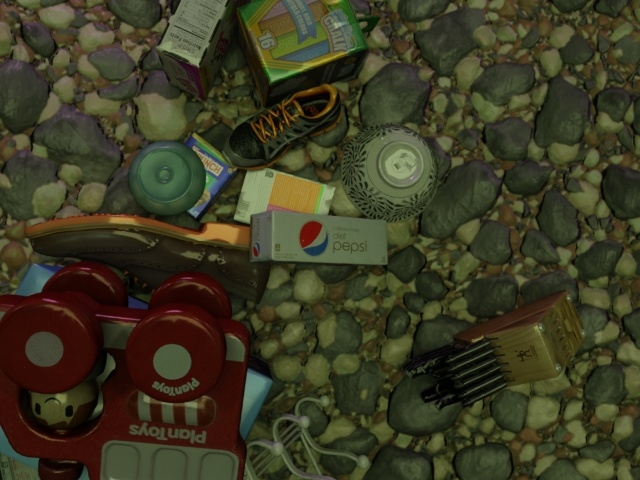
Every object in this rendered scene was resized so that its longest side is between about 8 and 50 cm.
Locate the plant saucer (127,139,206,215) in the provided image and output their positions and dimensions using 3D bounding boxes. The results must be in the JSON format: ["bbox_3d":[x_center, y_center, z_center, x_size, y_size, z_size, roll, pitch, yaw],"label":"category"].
[{"bbox_3d":[-0.236,-0.098,1.000,0.119,0.021,0.119,1,83,-4],"label":"plant saucer"}]

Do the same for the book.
[{"bbox_3d":[-0.058,-0.059,1.056,0.144,0.035,0.096,16,86,-5],"label":"book"}]

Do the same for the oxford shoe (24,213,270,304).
[{"bbox_3d":[-0.253,0.031,0.978,0.363,0.130,0.133,5,89,-7],"label":"oxford shoe"}]

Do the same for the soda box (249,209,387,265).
[{"bbox_3d":[0.000,0.000,0.994,0.216,0.069,0.074,4,84,-36],"label":"soda box"}]

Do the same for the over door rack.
[{"bbox_3d":[0.008,0.401,0.923,0.108,0.239,0.324,-15,87,17],"label":"over door rack"}]

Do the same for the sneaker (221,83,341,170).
[{"bbox_3d":[-0.060,-0.186,1.029,0.215,0.083,0.084,-32,80,-14],"label":"sneaker"}]

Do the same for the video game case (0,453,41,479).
[{"bbox_3d":[-0.464,0.389,0.960,0.173,0.022,0.190,-9,98,-8],"label":"video game case"}]

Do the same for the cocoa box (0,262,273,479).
[{"bbox_3d":[-0.268,0.207,0.910,0.347,0.228,0.231,27,83,-5],"label":"cocoa box"}]

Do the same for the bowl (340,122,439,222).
[{"bbox_3d":[0.122,-0.116,1.059,0.170,0.080,0.170,0,87,-7],"label":"bowl"}]

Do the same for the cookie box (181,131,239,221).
[{"bbox_3d":[-0.197,-0.100,1.036,0.092,0.040,0.107,38,82,-2],"label":"cookie box"}]

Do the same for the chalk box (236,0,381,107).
[{"bbox_3d":[-0.012,-0.320,1.031,0.213,0.132,0.132,-23,89,-9],"label":"chalk box"}]

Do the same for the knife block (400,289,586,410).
[{"bbox_3d":[0.276,0.181,1.066,0.275,0.242,0.088,-20,89,-53],"label":"knife block"}]

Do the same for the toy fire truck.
[{"bbox_3d":[-0.226,0.169,0.733,0.302,0.169,0.254,6,101,-7],"label":"toy fire truck"}]

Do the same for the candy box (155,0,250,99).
[{"bbox_3d":[-0.164,-0.352,1.000,0.071,0.159,0.233,24,84,-4],"label":"candy box"}]
